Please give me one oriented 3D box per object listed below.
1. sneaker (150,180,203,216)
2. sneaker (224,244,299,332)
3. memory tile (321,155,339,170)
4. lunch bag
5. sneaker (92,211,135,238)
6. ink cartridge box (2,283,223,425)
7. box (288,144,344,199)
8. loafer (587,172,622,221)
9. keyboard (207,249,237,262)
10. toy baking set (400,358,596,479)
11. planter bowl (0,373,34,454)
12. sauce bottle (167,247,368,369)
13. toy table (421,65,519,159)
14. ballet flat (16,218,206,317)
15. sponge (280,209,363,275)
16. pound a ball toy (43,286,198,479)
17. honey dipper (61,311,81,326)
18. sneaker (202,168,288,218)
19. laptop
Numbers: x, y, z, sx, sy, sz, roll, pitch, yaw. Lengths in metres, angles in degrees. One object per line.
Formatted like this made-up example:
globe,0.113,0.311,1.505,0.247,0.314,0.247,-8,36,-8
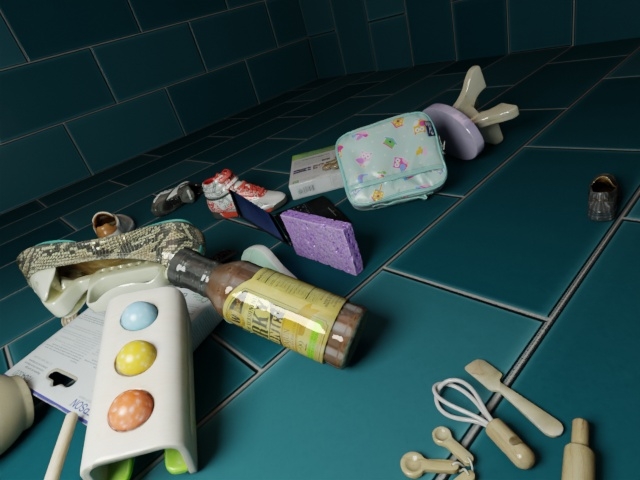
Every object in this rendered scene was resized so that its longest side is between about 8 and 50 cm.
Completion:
sneaker,-0.531,-0.164,1.552,0.106,0.078,0.234,-1,30,32
sneaker,-0.150,0.094,0.856,0.151,0.094,0.255,-25,30,-23
memory tile,0.082,-0.258,1.313,0.147,0.012,0.113,2,33,46
lunch bag,0.191,-0.200,1.085,0.278,0.224,0.108,-14,-12,9
sneaker,-0.720,-0.062,1.431,0.105,0.123,0.290,-27,28,-14
ink cartridge box,-0.399,0.203,0.834,0.323,0.072,0.330,4,38,33
box,0.012,-0.254,1.439,0.232,0.059,0.322,-13,30,7
loafer,0.584,-0.105,0.845,0.062,0.061,0.170,1,32,32
keyboard,-0.305,0.069,1.043,0.180,0.023,0.108,-31,13,-35
toy baking set,0.205,0.237,0.476,0.196,0.030,0.256,6,36,37
planter bowl,-0.562,0.293,0.693,0.161,0.162,0.109,3,7,33
sauce bottle,-0.097,0.101,0.688,0.343,0.112,0.111,18,40,17
toy table,0.438,-0.364,1.227,0.160,0.252,0.274,-35,42,0
ballet flat,-0.484,0.075,0.896,0.481,0.164,0.182,-10,51,11
sponge,0.000,0.000,0.922,0.031,0.117,0.210,-38,34,-30
pound a ball toy,-0.293,0.222,0.586,0.207,0.136,0.319,-9,41,-11
honey dipper,-0.545,0.175,1.007,0.160,0.031,0.030,-18,28,-7
sneaker,-0.247,-0.157,1.311,0.269,0.145,0.090,-8,29,17
laptop,-0.091,-0.094,1.122,0.264,0.137,0.234,-22,29,-9
